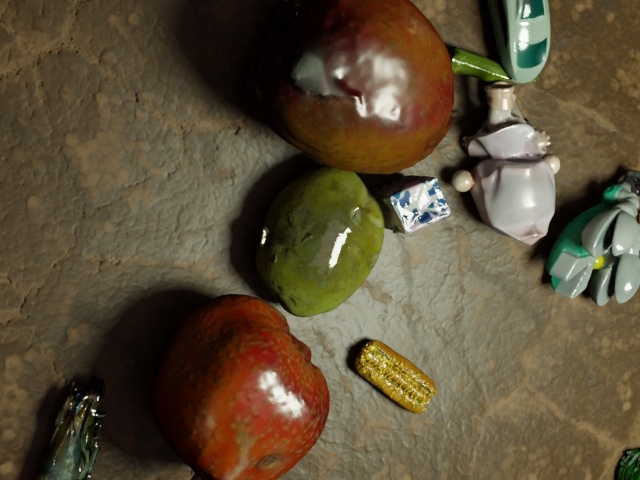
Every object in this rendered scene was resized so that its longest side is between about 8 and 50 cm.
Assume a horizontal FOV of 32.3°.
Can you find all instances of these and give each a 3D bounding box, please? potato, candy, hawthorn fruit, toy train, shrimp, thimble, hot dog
[{"bbox_3d":[-0.002,0.000,1.743,0.228,0.148,0.197,-41,84,-6],"label":"potato"},{"bbox_3d":[0.137,-0.061,1.782,0.092,0.160,0.073,-26,100,-9],"label":"candy"},{"bbox_3d":[0.048,-0.243,1.669,0.308,0.308,0.324,-37,114,-13],"label":"hawthorn fruit"},{"bbox_3d":[0.319,-0.466,1.828,0.086,0.088,0.407,-13,93,-20],"label":"toy train"},{"bbox_3d":[-0.327,0.355,1.703,0.222,0.054,0.290,9,95,-20],"label":"shrimp"},{"bbox_3d":[0.618,0.443,2.042,0.130,0.090,0.118,43,82,-18],"label":"thimble"},{"bbox_3d":[0.125,0.228,1.864,0.165,0.045,0.071,39,83,-20],"label":"hot dog"},{"bbox_3d":[-0.125,0.243,1.665,0.275,0.275,0.299,28,95,-20],"label":"hawthorn fruit"}]

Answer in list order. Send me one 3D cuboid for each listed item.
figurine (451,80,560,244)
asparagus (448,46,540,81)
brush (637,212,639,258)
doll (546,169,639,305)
[{"bbox_3d":[0.320,-0.130,1.856,0.200,0.133,0.276,-12,98,-15],"label":"figurine"},{"bbox_3d":[0.293,-0.287,1.881,0.178,0.045,0.041,14,124,-21],"label":"asparagus"},{"bbox_3d":[0.622,-0.124,2.032,0.090,0.017,0.314,-4,96,-23],"label":"brush"},{"bbox_3d":[0.501,-0.010,1.921,0.195,0.153,0.258,21,92,-48],"label":"doll"}]
